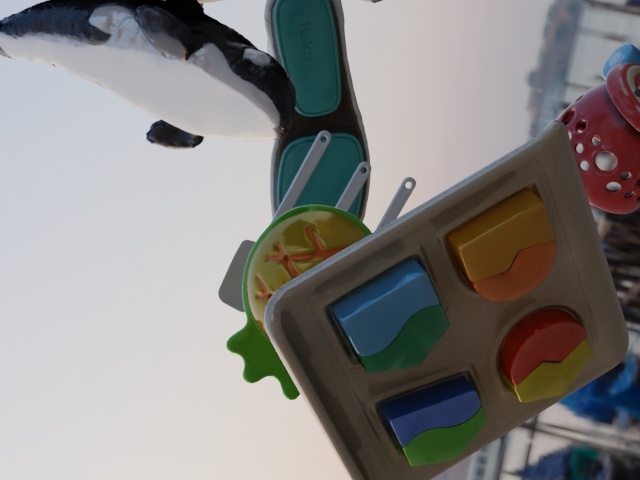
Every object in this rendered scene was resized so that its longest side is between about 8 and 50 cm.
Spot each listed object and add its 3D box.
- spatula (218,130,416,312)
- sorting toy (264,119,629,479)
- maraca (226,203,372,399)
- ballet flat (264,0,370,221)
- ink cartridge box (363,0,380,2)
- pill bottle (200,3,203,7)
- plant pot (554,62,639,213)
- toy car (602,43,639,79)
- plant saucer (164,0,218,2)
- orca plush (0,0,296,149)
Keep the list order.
[{"bbox_3d":[0.000,0.000,1.520,0.242,0.168,0.019,-61,11,1],"label":"spatula"},{"bbox_3d":[0.088,0.056,0.743,0.038,0.208,0.193,45,165,51],"label":"sorting toy"},{"bbox_3d":[-0.015,0.057,1.161,0.099,0.127,0.185,-51,-16,-78],"label":"maraca"},{"bbox_3d":[-0.009,-0.162,1.693,0.139,0.139,0.400,-58,-34,-64],"label":"ballet flat"},{"bbox_3d":[0.026,-0.421,1.714,0.092,0.219,0.160,-30,-60,-24],"label":"ink cartridge box"},{"bbox_3d":[-0.244,-0.387,1.821,0.160,0.160,0.283,-52,-28,-69],"label":"pill bottle"},{"bbox_3d":[0.471,-0.164,1.944,0.174,0.191,0.191,-50,10,38],"label":"plant pot"},{"bbox_3d":[0.619,-0.260,2.028,0.210,0.219,0.238,-53,18,5],"label":"toy car"},{"bbox_3d":[-0.186,-0.264,1.076,0.278,0.278,0.041,50,-132,-79],"label":"plant saucer"},{"bbox_3d":[-0.141,-0.162,1.061,0.102,0.287,0.151,-61,-35,-35],"label":"orca plush"}]
